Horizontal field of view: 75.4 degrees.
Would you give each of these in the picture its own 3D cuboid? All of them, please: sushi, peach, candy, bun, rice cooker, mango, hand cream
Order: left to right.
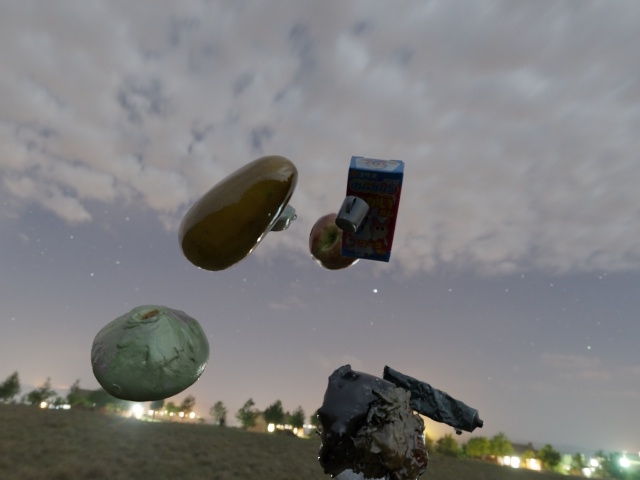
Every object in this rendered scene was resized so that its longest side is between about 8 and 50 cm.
[{"bbox_3d":[-0.426,0.256,1.064,0.294,0.293,0.187,14,-67,-18],"label":"bun"},{"bbox_3d":[-0.248,-0.091,1.274,0.446,0.300,0.232,-44,-77,12],"label":"mango"},{"bbox_3d":[-0.201,-0.113,1.903,0.145,0.127,0.206,34,20,19],"label":"rice cooker"},{"bbox_3d":[0.068,0.013,1.652,0.233,0.232,0.257,-2,-10,16],"label":"peach"},{"bbox_3d":[0.152,-0.090,1.240,0.158,0.100,0.305,8,-59,6],"label":"candy"},{"bbox_3d":[0.122,0.400,0.876,0.219,0.238,0.224,5,-57,34],"label":"sushi"},{"bbox_3d":[0.252,0.374,0.966,0.248,0.075,0.052,17,-7,27],"label":"hand cream"}]

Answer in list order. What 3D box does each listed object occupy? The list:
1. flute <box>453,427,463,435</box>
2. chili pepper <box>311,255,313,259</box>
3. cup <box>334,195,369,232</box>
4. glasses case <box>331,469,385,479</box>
[{"bbox_3d":[0.440,0.595,1.396,0.027,0.027,0.233,3,1,5],"label":"flute"},{"bbox_3d":[-0.001,0.000,1.881,0.059,0.191,0.050,22,-10,-1],"label":"chili pepper"},{"bbox_3d":[0.083,-0.077,1.137,0.078,0.077,0.100,19,-27,22],"label":"cup"},{"bbox_3d":[0.118,0.737,1.286,0.234,0.092,0.059,27,-26,28],"label":"glasses case"}]
